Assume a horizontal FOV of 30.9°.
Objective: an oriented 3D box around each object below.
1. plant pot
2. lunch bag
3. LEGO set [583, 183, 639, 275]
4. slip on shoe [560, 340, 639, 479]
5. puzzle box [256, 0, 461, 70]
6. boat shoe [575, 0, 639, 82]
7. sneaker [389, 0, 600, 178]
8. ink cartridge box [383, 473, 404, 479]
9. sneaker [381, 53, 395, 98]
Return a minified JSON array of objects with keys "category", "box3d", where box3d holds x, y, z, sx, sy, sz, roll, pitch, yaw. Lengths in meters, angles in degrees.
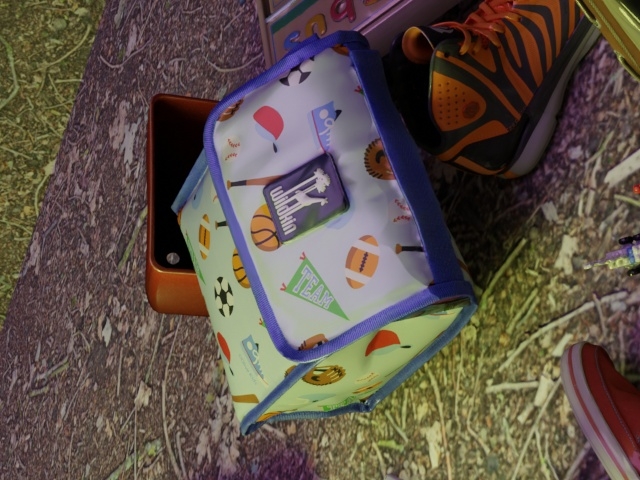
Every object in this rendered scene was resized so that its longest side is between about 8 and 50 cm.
[{"category":"plant pot","box3d":[-0.128,-0.019,1.630,0.236,0.267,0.267,125,146,-58]},{"category":"lunch bag","box3d":[0.000,0.000,1.293,0.385,0.238,0.328,-48,57,54]},{"category":"LEGO set","box3d":[0.329,-0.010,0.916,0.182,0.060,0.244,34,116,33]},{"category":"slip on shoe","box3d":[0.294,0.191,0.939,0.101,0.123,0.331,-36,34,7]},{"category":"puzzle box","box3d":[0.082,-0.365,1.444,0.409,0.052,0.272,-32,51,30]},{"category":"boat shoe","box3d":[0.254,-0.243,0.997,0.122,0.324,0.120,-35,8,-8]},{"category":"sneaker","box3d":[0.184,-0.226,1.196,0.124,0.180,0.321,32,107,60]},{"category":"ink cartridge box","box3d":[0.153,0.294,1.018,0.148,0.203,0.086,6,68,63]},{"category":"sneaker","box3d":[0.062,-0.223,1.498,0.121,0.111,0.300,-16,68,54]}]
